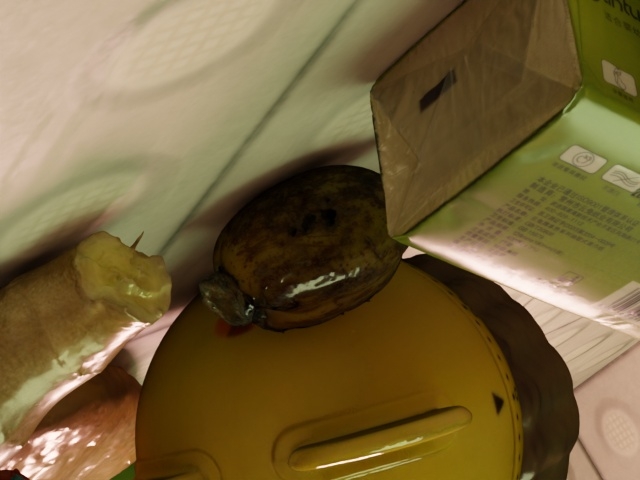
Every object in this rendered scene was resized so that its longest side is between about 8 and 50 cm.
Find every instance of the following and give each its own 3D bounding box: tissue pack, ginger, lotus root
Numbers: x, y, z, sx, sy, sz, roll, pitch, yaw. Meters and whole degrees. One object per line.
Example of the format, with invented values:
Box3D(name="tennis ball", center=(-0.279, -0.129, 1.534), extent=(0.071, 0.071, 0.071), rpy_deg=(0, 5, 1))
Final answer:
Box3D(name="tissue pack", center=(0.205, -0.062, 1.361), extent=(0.275, 0.167, 0.200), rpy_deg=(23, 135, -31))
Box3D(name="ginger", center=(-0.260, 0.149, 1.387), extent=(0.375, 0.166, 0.236), rpy_deg=(-21, 143, -2))
Box3D(name="lotus root", center=(0.000, 0.000, 1.511), extent=(0.209, 0.120, 0.120), rpy_deg=(-26, 167, -21))

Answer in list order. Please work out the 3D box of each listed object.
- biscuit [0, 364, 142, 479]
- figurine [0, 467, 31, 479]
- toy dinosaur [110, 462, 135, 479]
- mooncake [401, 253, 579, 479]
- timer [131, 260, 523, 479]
Box3D(name="biscuit", center=(-0.338, 0.241, 1.716), extent=(0.429, 0.104, 0.446), rpy_deg=(-28, 168, -8))
Box3D(name="figurine", center=(-0.249, 0.217, 1.501), extent=(0.075, 0.068, 0.140), rpy_deg=(-39, -163, 3))
Box3D(name="toy dinosaur", center=(-0.178, 0.222, 1.998), extent=(0.177, 0.152, 0.194), rpy_deg=(-8, 116, -65))
Box3D(name="mooncake", center=(0.085, 0.182, 1.902), extent=(0.324, 0.324, 0.187), rpy_deg=(-34, 174, 21))
Box3D(name="timer", center=(-0.010, 0.179, 1.631), extent=(0.376, 0.376, 0.387), rpy_deg=(-34, 173, 21))
